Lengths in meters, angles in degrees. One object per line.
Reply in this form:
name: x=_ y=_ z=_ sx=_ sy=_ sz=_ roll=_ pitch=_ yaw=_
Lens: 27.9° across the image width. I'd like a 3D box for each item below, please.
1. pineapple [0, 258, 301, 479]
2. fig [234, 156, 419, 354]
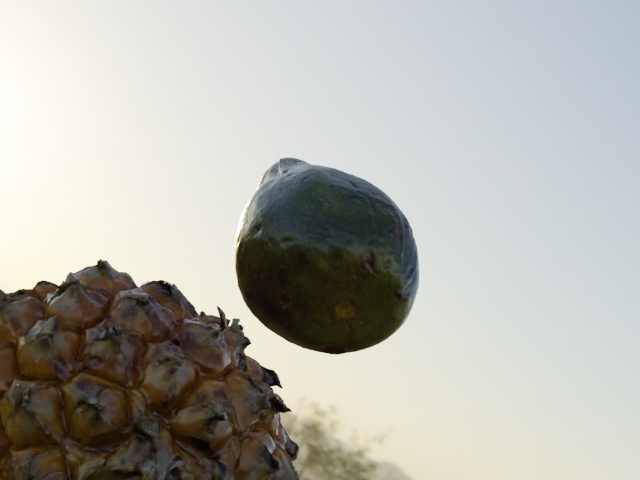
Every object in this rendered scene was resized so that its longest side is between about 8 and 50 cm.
pineapple: x=-0.078 y=0.108 z=0.511 sx=0.161 sy=0.176 sz=0.137 roll=-16 pitch=22 yaw=-12
fig: x=0.000 y=0.000 z=0.885 sx=0.123 sy=0.123 sz=0.156 roll=29 pitch=28 yaw=-27
